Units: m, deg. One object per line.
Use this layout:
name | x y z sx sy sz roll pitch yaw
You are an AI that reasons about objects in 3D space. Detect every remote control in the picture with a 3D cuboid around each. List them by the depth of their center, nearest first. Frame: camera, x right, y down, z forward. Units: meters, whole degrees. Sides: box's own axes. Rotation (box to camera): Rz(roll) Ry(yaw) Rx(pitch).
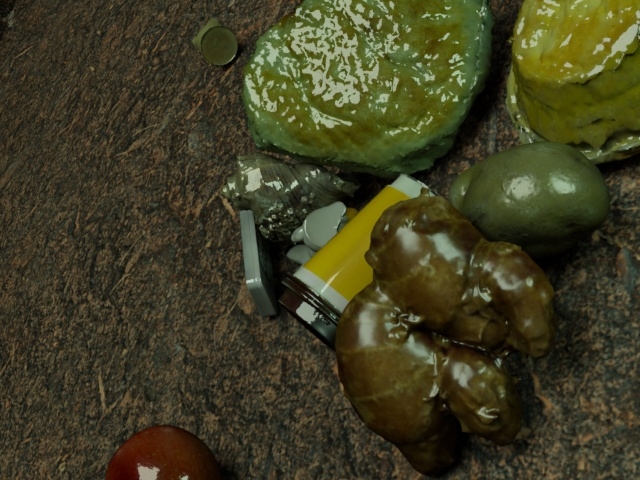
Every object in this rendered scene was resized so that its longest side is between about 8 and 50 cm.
remote control | -0.114 0.017 1.831 0.034 0.103 0.250 -16 44 6

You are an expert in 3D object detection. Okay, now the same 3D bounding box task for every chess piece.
chess piece | -0.255 -0.472 2.415 0.090 0.090 0.200 -51 25 5

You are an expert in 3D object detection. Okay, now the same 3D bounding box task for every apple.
apple | -0.247 0.388 1.624 0.181 0.181 0.168 -46 37 12

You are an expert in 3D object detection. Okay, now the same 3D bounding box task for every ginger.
ginger | 0.157 0.131 1.338 0.274 0.152 0.357 24 100 18

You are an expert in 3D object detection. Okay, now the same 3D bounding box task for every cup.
cup | 0.079 0.045 1.528 0.279 0.196 0.196 -50 35 -5

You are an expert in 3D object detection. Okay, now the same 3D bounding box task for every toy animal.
toy animal | 0.000 0.000 1.714 0.127 0.181 0.131 3 68 2

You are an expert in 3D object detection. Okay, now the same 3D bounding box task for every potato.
potato | 0.277 -0.056 1.381 0.235 0.178 0.160 -4 71 49

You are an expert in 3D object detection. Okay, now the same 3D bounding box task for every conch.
conch | -0.049 -0.081 1.779 0.246 0.162 0.178 -6 12 8

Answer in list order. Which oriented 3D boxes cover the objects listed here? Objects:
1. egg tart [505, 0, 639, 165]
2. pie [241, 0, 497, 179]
egg tart | 0.401 -0.286 1.444 0.388 0.169 0.387 -27 49 36
pie | 0.088 -0.291 1.722 0.395 0.180 0.418 23 79 17
